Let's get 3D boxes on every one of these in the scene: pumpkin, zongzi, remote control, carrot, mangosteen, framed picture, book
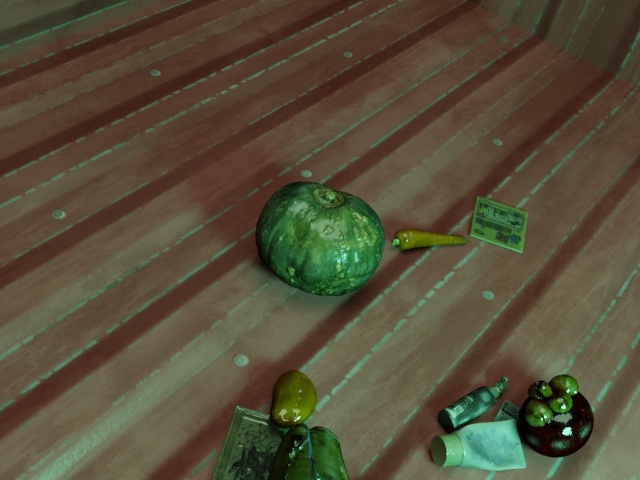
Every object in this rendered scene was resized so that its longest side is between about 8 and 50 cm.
[{"bbox_3d":[0.000,0.000,2.061,0.327,0.258,0.291,29,33,24],"label":"pumpkin"},{"bbox_3d":[0.061,0.550,1.578,0.360,0.160,0.323,14,53,3],"label":"zongzi"},{"bbox_3d":[0.443,0.441,1.907,0.053,0.018,0.124,31,46,15],"label":"remote control"},{"bbox_3d":[0.319,-0.007,2.299,0.256,0.061,0.061,-3,46,-22],"label":"carrot"},{"bbox_3d":[0.547,0.405,1.846,0.199,0.200,0.200,8,44,-7],"label":"mangosteen"},{"bbox_3d":[-0.136,0.476,1.721,0.172,0.010,0.231,15,44,0],"label":"framed picture"},{"bbox_3d":[0.551,-0.051,2.434,0.167,0.013,0.192,19,45,3],"label":"book"}]

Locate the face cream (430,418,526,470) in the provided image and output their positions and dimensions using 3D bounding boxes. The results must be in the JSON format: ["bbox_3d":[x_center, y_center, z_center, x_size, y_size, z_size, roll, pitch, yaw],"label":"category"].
[{"bbox_3d":[0.368,0.478,1.821,0.223,0.070,0.114,1,67,-23],"label":"face cream"}]

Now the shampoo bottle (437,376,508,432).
[{"bbox_3d":[0.375,0.391,1.906,0.207,0.064,0.057,-23,66,-33],"label":"shampoo bottle"}]

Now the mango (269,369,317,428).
[{"bbox_3d":[-0.063,0.369,1.794,0.105,0.084,0.159,15,43,1],"label":"mango"}]
